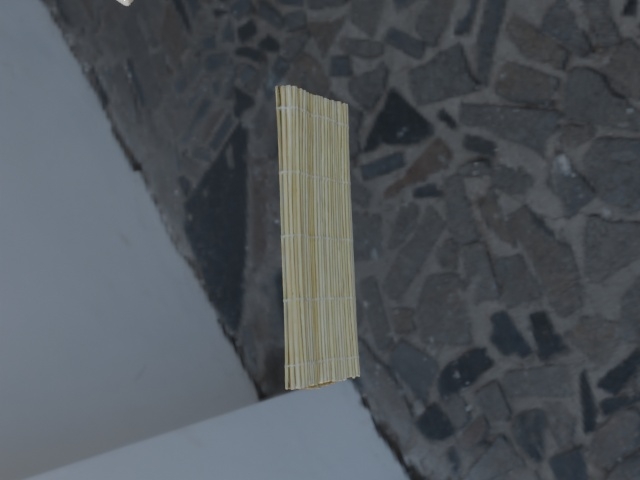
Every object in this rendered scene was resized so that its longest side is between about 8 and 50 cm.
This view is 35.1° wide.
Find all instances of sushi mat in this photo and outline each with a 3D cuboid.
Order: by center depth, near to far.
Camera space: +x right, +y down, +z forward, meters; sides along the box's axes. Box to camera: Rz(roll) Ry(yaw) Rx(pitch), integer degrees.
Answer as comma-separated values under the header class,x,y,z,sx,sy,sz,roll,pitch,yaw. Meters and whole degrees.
class,x,y,z,sx,sy,sz,roll,pitch,yaw
sushi mat,0.000,0.000,1.086,0.019,0.151,0.316,-3,89,27

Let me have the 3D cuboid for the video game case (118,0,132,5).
class,x,y,z,sx,sy,sz,roll,pitch,yaw
video game case,-0.343,-0.563,1.522,0.329,0.300,0.036,33,172,-1
